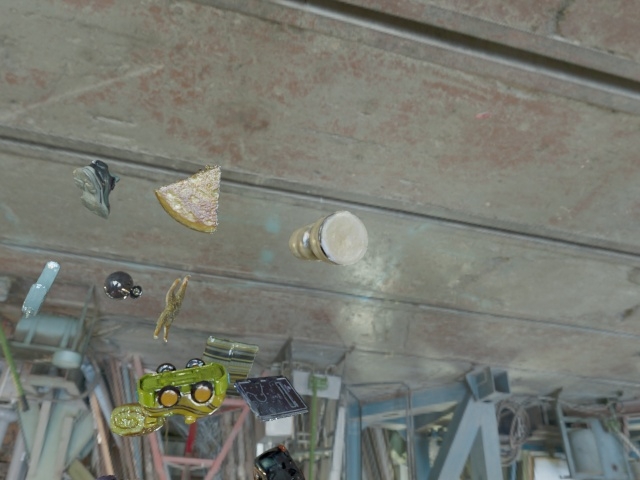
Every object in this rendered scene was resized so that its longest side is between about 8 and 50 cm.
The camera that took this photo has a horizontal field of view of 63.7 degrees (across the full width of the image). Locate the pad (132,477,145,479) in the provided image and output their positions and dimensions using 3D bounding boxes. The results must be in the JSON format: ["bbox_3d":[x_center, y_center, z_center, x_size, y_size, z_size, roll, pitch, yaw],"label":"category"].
[{"bbox_3d":[-0.476,0.760,1.312,0.176,0.266,0.002,-5,150,36],"label":"pad"}]

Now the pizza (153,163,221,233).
[{"bbox_3d":[-0.335,-0.123,1.430,0.201,0.193,0.053,46,167,-21],"label":"pizza"}]

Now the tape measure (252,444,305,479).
[{"bbox_3d":[-0.118,0.735,1.555,0.135,0.223,0.202,-20,122,-26],"label":"tape measure"}]

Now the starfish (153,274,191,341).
[{"bbox_3d":[-0.499,0.216,1.720,0.050,0.247,0.138,14,161,0],"label":"starfish"}]

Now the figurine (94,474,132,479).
[{"bbox_3d":[-0.310,0.421,0.760,0.145,0.145,0.222,6,157,-6],"label":"figurine"}]

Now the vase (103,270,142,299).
[{"bbox_3d":[-0.787,0.190,2.065,0.183,0.120,0.120,10,158,39],"label":"vase"}]

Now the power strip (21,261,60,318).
[{"bbox_3d":[-0.819,0.154,1.496,0.044,0.216,0.137,26,103,-22],"label":"power strip"}]

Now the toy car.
[{"bbox_3d":[-0.371,0.423,1.399,0.248,0.142,0.200,-4,-171,-15],"label":"toy car"}]

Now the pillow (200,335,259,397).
[{"bbox_3d":[-0.342,0.458,1.852,0.208,0.212,0.052,19,-176,-34],"label":"pillow"}]

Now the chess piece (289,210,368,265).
[{"bbox_3d":[0.000,0.000,1.375,0.143,0.142,0.261,20,169,-26],"label":"chess piece"}]

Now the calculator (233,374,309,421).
[{"bbox_3d":[-0.156,0.513,1.689,0.028,0.166,0.274,-54,148,13],"label":"calculator"}]

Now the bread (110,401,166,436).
[{"bbox_3d":[-0.573,0.566,1.631,0.132,0.103,0.172,-4,163,2],"label":"bread"}]

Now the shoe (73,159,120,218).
[{"bbox_3d":[-0.516,-0.129,1.220,0.071,0.099,0.169,25,144,12],"label":"shoe"}]
